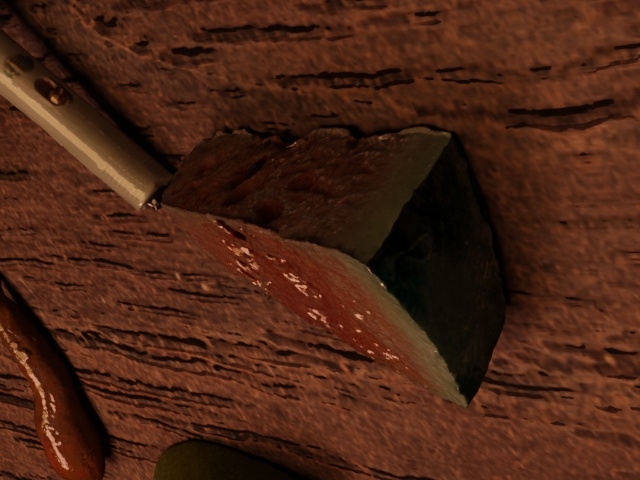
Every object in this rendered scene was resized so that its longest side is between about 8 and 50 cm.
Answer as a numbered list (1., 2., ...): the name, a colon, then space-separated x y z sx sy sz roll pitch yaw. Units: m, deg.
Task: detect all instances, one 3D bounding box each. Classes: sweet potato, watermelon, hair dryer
1. sweet potato: -0.229 0.123 1.530 0.050 0.050 0.214 10 129 48
2. watermelon: 0.000 0.000 1.054 0.241 0.094 0.154 20 150 42
3. hair dryer: -0.187 -0.096 1.212 0.236 0.073 0.131 37 151 3

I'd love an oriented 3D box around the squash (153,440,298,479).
1. squash: -0.036 0.236 1.427 0.189 0.189 0.260 61 -176 -21
